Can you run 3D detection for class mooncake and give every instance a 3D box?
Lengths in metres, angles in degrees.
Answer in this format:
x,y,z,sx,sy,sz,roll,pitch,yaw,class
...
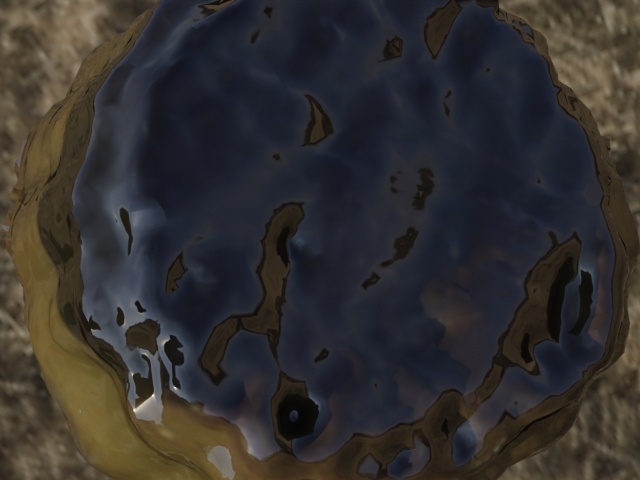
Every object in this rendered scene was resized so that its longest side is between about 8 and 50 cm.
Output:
x,y,z,sx,sy,sz,roll,pitch,yaw,class
0.001,0.001,1.010,0.324,0.324,0.187,-55,13,-19,mooncake
